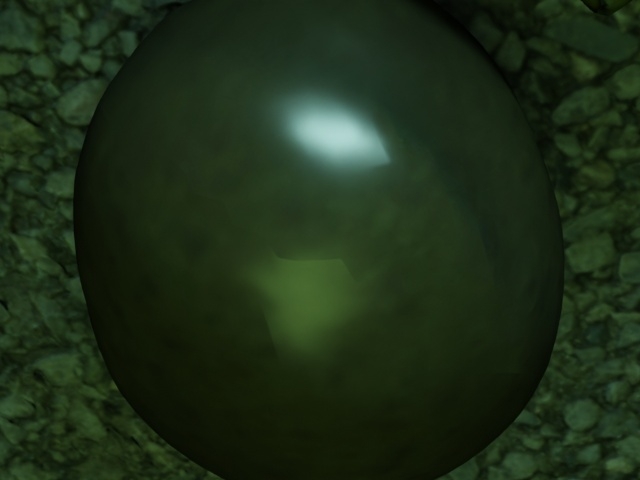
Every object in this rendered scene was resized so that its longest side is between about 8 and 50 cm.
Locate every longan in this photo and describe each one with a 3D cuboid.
[{"bbox_3d":[0.000,0.000,1.223,0.361,0.361,0.361,2,127,3],"label":"longan"}]

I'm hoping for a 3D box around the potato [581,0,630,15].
[{"bbox_3d":[0.145,-0.267,1.119,0.111,0.160,0.272,-36,119,0],"label":"potato"}]
